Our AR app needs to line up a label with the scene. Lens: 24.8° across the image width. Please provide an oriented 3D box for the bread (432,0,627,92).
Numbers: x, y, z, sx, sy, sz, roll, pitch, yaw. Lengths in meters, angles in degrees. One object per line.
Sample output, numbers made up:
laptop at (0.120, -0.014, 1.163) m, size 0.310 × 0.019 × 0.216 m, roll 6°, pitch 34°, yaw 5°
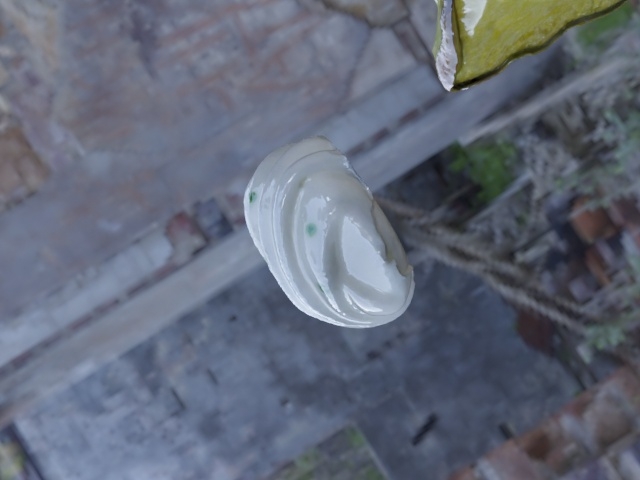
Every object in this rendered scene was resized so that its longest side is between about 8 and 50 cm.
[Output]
bread at (0.119, -0.214, 0.872) m, size 0.088 × 0.161 × 0.233 m, roll 42°, pitch 154°, yaw 32°

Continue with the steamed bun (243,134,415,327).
steamed bun at (0.000, 0.000, 1.256) m, size 0.183 × 0.106 × 0.183 m, roll 56°, pitch 173°, yaw 10°
